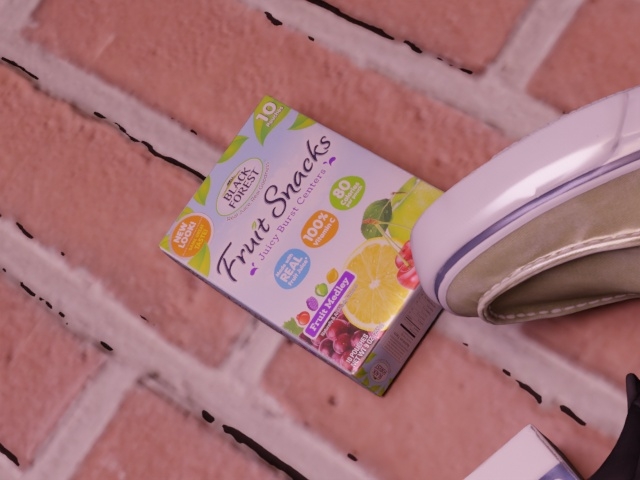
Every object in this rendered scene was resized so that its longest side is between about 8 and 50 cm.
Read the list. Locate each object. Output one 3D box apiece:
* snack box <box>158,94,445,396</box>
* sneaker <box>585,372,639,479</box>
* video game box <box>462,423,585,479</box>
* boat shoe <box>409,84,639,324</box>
[{"bbox_3d":[0.000,0.000,0.761,0.141,0.037,0.100,32,82,33],"label":"snack box"},{"bbox_3d":[0.164,0.073,0.595,0.235,0.084,0.097,-34,56,-15],"label":"sneaker"},{"bbox_3d":[0.082,0.210,0.622,0.187,0.048,0.205,-43,57,4],"label":"video game box"},{"bbox_3d":[0.186,-0.018,0.643,0.302,0.109,0.094,-20,62,13],"label":"boat shoe"}]
